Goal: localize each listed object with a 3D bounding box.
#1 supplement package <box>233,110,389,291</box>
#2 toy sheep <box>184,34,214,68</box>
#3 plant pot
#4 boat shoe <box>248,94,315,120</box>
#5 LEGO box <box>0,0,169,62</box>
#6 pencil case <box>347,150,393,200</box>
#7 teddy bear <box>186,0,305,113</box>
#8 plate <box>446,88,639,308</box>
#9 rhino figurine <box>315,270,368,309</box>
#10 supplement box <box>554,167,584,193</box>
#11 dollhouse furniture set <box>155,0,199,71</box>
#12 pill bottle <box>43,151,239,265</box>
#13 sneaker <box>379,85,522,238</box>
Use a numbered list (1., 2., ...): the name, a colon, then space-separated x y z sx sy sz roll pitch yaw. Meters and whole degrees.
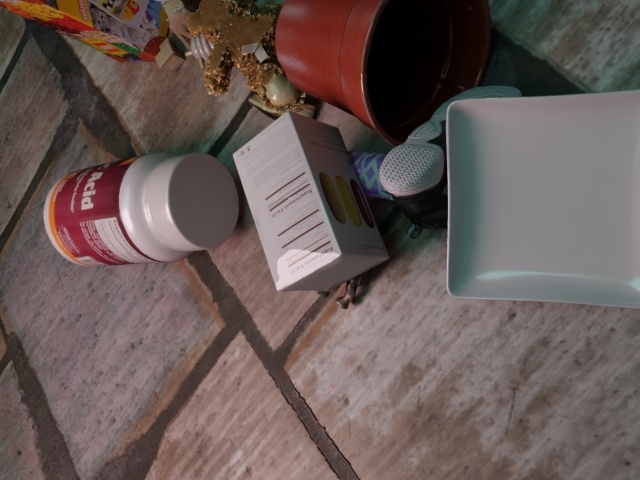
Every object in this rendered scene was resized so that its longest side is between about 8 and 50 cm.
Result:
1. supplement package: -0.016 -0.055 0.959 0.133 0.139 0.244 -31 69 32
2. toy sheep: -0.238 -0.423 1.323 0.132 0.091 0.091 -14 73 14
3. plant pot: 0.080 -0.312 0.973 0.265 0.272 0.273 31 100 44
4. boat shoe: -0.076 -0.264 1.195 0.153 0.056 0.048 27 88 35
5. LEGO box: -0.513 -0.721 1.399 0.193 0.372 0.501 11 89 37
6. pencil case: 0.077 -0.104 1.028 0.206 0.086 0.088 11 60 41
7. teddy bear: -0.115 -0.373 1.193 0.337 0.113 0.245 24 86 28
8. plate: 0.310 -0.053 0.810 0.277 0.045 0.278 1 101 20
9. rhino figurine: 0.000 0.000 1.078 0.106 0.073 0.243 -53 55 21
10. supplement box: 0.345 -0.118 0.854 0.083 0.056 0.083 -46 59 21
11. dollhouse furniture set: -0.363 -0.522 1.421 0.161 0.101 0.182 -41 61 24
12. pill bottle: -0.376 -0.063 1.270 0.392 0.224 0.224 -5 79 35
13. sneaker: 0.209 -0.118 0.930 0.268 0.153 0.101 -39 43 -16
